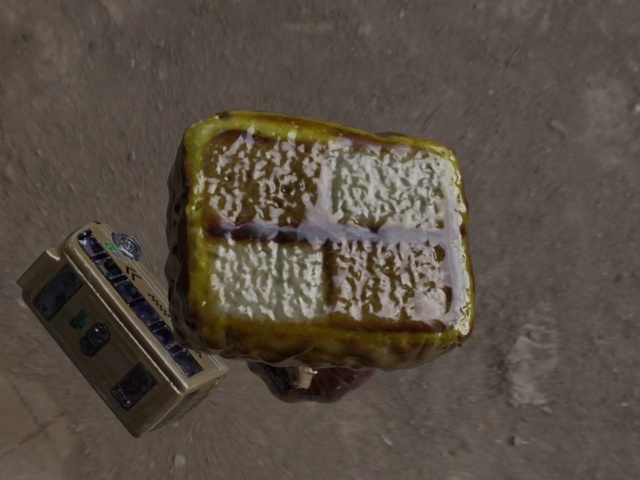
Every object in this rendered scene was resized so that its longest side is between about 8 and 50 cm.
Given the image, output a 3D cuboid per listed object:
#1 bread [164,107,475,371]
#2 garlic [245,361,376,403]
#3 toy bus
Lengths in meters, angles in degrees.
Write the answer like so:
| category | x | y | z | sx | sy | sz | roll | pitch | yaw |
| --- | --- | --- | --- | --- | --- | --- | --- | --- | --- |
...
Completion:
| category | x | y | z | sx | sy | sz | roll | pitch | yaw |
| --- | --- | --- | --- | --- | --- | --- | --- | --- | --- |
| bread | 0.000 | 0.000 | 0.856 | 0.222 | 0.096 | 0.182 | 5 | 74 | -11 |
| garlic | -0.018 | 0.142 | 1.833 | 0.244 | 0.160 | 0.245 | 1 | 103 | 6 |
| toy bus | -0.272 | 0.117 | 1.621 | 0.139 | 0.157 | 0.289 | -43 | 81 | 20 |
